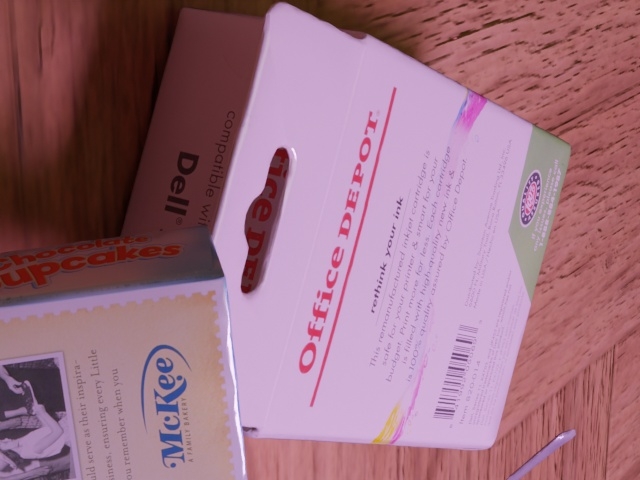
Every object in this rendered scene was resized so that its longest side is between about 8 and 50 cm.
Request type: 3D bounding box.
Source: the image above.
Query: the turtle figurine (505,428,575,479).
[{"bbox_3d":[0.129,0.290,1.066,0.266,0.275,0.198,-37,96,-41],"label":"turtle figurine"}]

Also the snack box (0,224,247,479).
[{"bbox_3d":[-0.120,0.162,0.634,0.187,0.060,0.322,-8,112,-9],"label":"snack box"}]

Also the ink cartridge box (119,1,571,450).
[{"bbox_3d":[0.000,0.000,0.821,0.353,0.119,0.207,17,88,-59],"label":"ink cartridge box"}]
